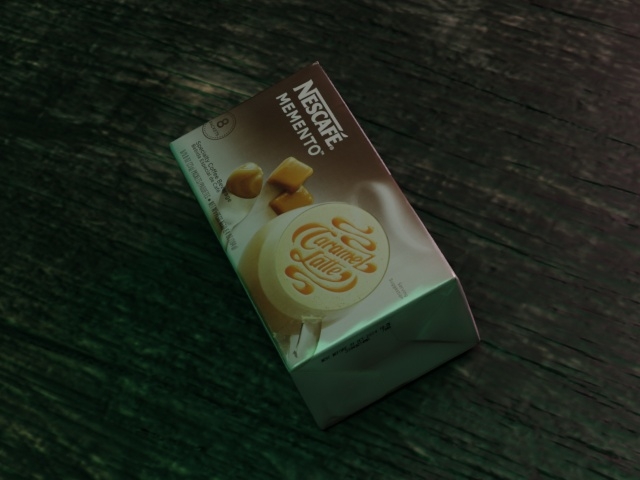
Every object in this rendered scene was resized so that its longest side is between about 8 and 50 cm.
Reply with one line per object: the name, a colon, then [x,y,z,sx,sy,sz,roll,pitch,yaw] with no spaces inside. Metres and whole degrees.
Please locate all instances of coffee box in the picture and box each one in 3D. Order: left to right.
coffee box: [0.000,0.000,1.363,0.141,0.098,0.246,-28,53,-2]
